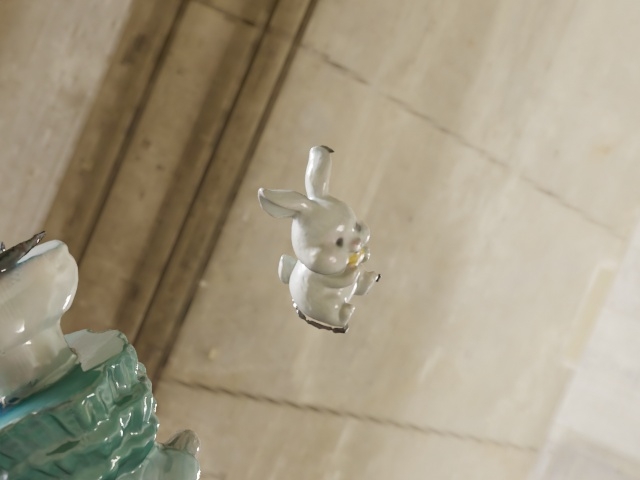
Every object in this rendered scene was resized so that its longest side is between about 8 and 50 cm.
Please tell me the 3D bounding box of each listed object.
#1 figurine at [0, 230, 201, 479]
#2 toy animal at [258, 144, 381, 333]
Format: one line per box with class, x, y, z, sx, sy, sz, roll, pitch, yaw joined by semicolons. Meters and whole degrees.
figurine;-0.078;0.116;0.572;0.138;0.246;0.110;-16;16;44
toy animal;0.005;0.003;1.158;0.085;0.071;0.124;32;-38;30
